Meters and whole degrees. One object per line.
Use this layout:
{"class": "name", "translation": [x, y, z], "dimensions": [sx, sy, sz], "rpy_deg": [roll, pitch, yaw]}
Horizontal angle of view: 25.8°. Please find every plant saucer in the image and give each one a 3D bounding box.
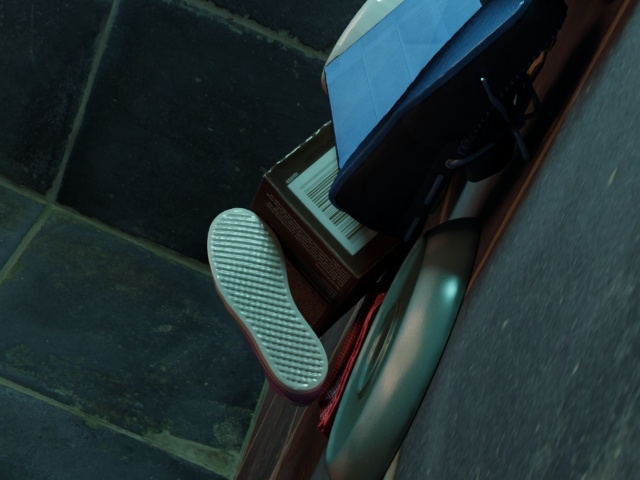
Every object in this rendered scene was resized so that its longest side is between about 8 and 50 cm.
{"class": "plant saucer", "translation": [0.073, 0.115, 1.393], "dimensions": [0.317, 0.044, 0.317], "rpy_deg": [-156, 90, -88]}

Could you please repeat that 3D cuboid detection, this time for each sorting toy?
{"class": "sorting toy", "translation": [0.221, -0.192, 1.421], "dimensions": [0.083, 0.012, 0.062], "rpy_deg": [116, 177, -54]}

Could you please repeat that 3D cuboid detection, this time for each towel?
{"class": "towel", "translation": [0.043, 0.152, 1.850], "dimensions": [0.275, 0.031, 0.199], "rpy_deg": [-120, 54, -87]}

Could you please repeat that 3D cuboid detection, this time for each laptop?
{"class": "laptop", "translation": [0.106, -0.338, 1.662], "dimensions": [0.382, 0.236, 0.408], "rpy_deg": [-97, 0, -62]}

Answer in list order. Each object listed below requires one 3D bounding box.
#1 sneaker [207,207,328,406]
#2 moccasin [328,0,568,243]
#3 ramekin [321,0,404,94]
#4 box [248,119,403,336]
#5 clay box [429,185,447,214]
{"class": "sneaker", "translation": [-0.079, 0.102, 1.916], "dimensions": [0.161, 0.102, 0.282], "rpy_deg": [93, 155, -71]}
{"class": "moccasin", "translation": [0.135, -0.114, 1.290], "dimensions": [0.137, 0.117, 0.342], "rpy_deg": [-56, 6, -36]}
{"class": "ramekin", "translation": [0.124, -0.283, 2.068], "dimensions": [0.277, 0.135, 0.277], "rpy_deg": [-49, -8, -9]}
{"class": "box", "translation": [0.000, 0.000, 1.980], "dimensions": [0.143, 0.191, 0.381], "rpy_deg": [-40, -6, -21]}
{"class": "clay box", "translation": [0.118, -0.135, 1.788], "dimensions": [0.053, 0.127, 0.222], "rpy_deg": [117, 177, -62]}
